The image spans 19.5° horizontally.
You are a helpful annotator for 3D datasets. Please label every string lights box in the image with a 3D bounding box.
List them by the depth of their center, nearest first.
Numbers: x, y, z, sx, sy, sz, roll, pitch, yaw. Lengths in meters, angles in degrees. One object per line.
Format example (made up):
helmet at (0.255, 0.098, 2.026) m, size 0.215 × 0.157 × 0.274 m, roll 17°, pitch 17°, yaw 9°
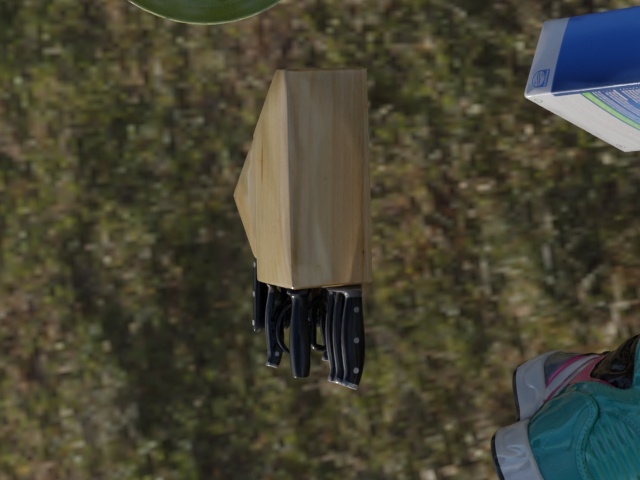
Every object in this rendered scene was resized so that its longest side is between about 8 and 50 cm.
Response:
string lights box at (0.309, -0.137, 1.541) m, size 0.259 × 0.133 × 0.077 m, roll -2°, pitch 68°, yaw 53°

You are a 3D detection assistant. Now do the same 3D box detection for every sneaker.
sneaker at (0.217, 0.104, 1.222) m, size 0.178 × 0.295 × 0.124 m, roll -25°, pitch 94°, yaw 14°

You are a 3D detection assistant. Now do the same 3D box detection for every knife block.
knife block at (0.000, 0.000, 1.818) m, size 0.276 × 0.088 × 0.242 m, roll 112°, pitch 145°, yaw -46°

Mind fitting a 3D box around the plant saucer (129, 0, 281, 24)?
plant saucer at (-0.106, -0.313, 1.672) m, size 0.037 × 0.241 × 0.241 m, roll -85°, pitch 14°, yaw -64°
